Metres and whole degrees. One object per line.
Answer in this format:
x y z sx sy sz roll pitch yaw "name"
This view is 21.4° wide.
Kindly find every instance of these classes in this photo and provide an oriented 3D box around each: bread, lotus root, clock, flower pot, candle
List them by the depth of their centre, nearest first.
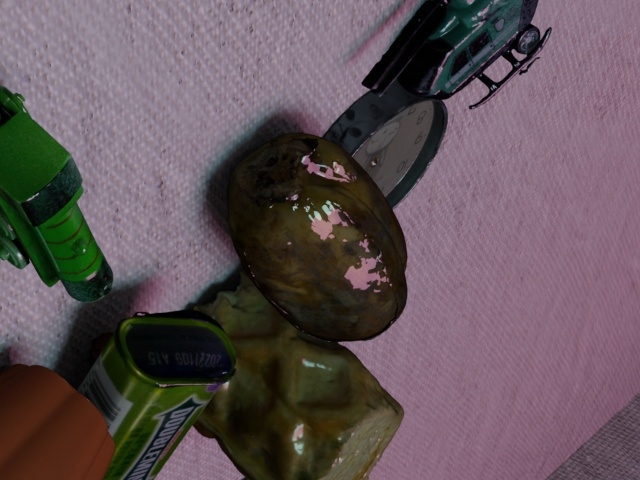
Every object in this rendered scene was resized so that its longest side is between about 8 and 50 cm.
-0.293 0.218 1.599 0.173 0.191 0.190 -48 160 -27 "flower pot"
0.000 0.000 1.768 0.160 0.152 0.275 -22 136 11 "lotus root"
-0.213 0.144 1.806 0.053 0.048 0.162 -14 150 -3 "candle"
-0.042 0.184 1.901 0.196 0.252 0.238 -17 140 -54 "bread"
0.059 -0.088 1.915 0.215 0.042 0.215 -40 157 -21 "clock"

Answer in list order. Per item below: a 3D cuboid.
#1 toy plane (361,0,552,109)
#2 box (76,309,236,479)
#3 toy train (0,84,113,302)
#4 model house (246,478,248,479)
0.195 -0.273 1.797 0.382 0.106 0.155 -42 146 -1 "toy plane"
-0.215 0.214 1.761 0.134 0.097 0.345 -6 143 -42 "box"
-0.230 -0.028 1.381 0.085 0.119 0.251 -43 156 -14 "toy train"
-0.111 0.458 2.377 0.219 0.136 0.207 -30 154 -37 "model house"
